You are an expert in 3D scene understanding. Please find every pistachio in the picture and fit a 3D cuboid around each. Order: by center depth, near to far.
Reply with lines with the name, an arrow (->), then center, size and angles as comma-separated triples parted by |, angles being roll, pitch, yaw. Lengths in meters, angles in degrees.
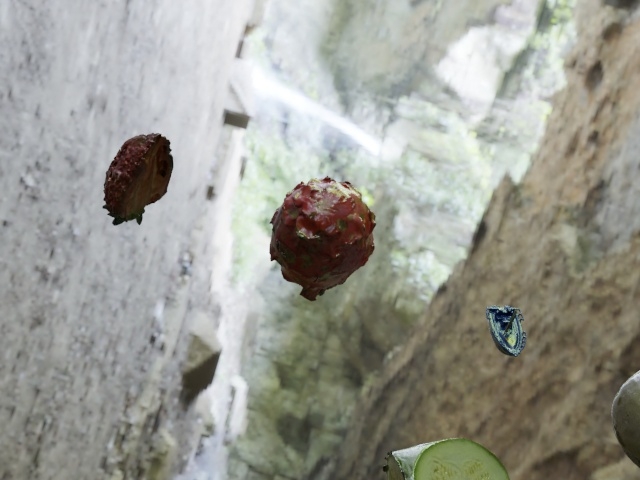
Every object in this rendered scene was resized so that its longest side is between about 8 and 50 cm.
pistachio -> 0.487, 0.264, 1.477 | 0.185, 0.124, 0.124 | -94, -164, -54

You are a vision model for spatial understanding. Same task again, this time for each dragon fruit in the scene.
dragon fruit -> 0.000, 0.000, 1.966 | 0.210, 0.205, 0.268 | -116, -156, -44

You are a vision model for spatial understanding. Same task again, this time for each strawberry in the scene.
strawberry -> -0.311, -0.105, 1.685 | 0.140, 0.085, 0.192 | -47, 164, -18

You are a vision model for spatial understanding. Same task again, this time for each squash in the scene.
squash -> 0.265, 0.464, 1.928 | 0.189, 0.260, 0.189 | 173, -90, -78

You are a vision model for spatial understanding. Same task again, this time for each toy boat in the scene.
toy boat -> 0.435, 0.196, 2.351 | 0.175, 0.091, 0.110 | -94, -172, -49
